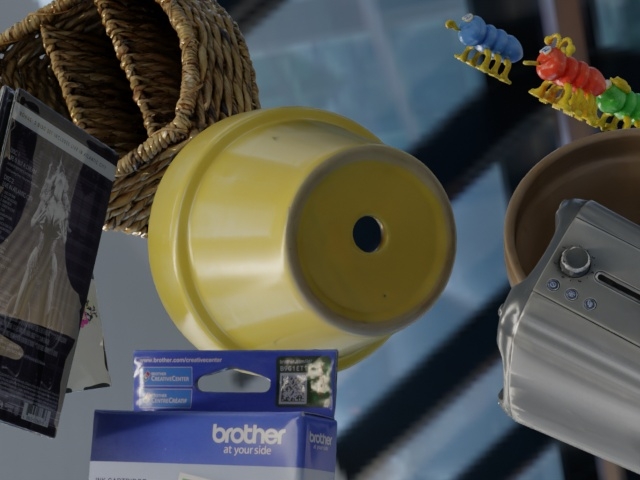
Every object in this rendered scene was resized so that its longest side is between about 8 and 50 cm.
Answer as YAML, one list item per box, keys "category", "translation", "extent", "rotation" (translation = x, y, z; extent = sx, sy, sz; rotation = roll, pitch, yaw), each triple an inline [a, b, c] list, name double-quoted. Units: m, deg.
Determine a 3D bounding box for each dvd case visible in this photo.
- category: "dvd case"
  translation: [-0.207, 0.020, 1.402]
  extent: [0.164, 0.018, 0.221]
  rotation: [36, -116, -66]

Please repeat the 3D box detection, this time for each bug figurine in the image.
- category: "bug figurine"
  translation: [0.272, -0.187, 2.243]
  extent: [0.072, 0.216, 0.279]
  rotation: [-63, 29, 5]

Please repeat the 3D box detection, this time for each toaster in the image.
- category: "toaster"
  translation: [0.209, 0.080, 1.365]
  extent: [0.129, 0.146, 0.227]
  rotation: [-56, -19, -22]

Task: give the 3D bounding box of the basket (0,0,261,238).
- category: "basket"
  translation: [-0.216, -0.168, 2.189]
  extent: [0.213, 0.223, 0.299]
  rotation: [-54, 40, 31]

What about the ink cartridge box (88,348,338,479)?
- category: "ink cartridge box"
  translation: [-0.084, 0.229, 1.432]
  extent: [0.065, 0.186, 0.311]
  rotation: [24, -112, -59]

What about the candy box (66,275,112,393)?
- category: "candy box"
  translation: [-0.317, 0.079, 1.934]
  extent: [0.070, 0.196, 0.164]
  rotation: [164, 98, -66]

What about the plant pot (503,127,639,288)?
- category: "plant pot"
  translation: [0.269, 0.028, 1.642]
  extent: [0.109, 0.237, 0.237]
  rotation: [86, 180, -52]

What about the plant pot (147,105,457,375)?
- category: "plant pot"
  translation: [0.000, 0.000, 1.763]
  extent: [0.239, 0.254, 0.254]
  rotation: [177, 83, -67]
